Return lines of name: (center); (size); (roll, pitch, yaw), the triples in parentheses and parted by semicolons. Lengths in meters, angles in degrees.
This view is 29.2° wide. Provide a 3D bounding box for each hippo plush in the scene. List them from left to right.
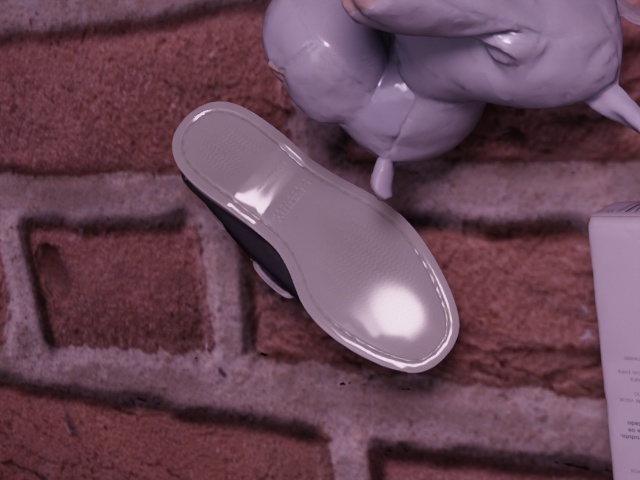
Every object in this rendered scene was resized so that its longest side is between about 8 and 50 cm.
hippo plush: (0.094, -0.167, 0.869); (0.294, 0.234, 0.236); (29, 152, -18)

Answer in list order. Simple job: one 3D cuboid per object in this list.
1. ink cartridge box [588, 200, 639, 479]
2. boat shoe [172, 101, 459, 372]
ink cartridge box: (0.349, 0.136, 0.803); (0.324, 0.071, 0.330); (1, 107, 38)
boat shoe: (0.000, 0.000, 1.032); (0.114, 0.091, 0.302); (-40, 70, -7)
